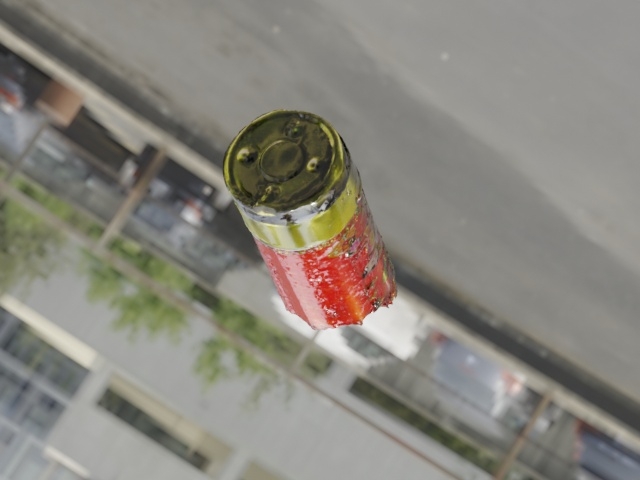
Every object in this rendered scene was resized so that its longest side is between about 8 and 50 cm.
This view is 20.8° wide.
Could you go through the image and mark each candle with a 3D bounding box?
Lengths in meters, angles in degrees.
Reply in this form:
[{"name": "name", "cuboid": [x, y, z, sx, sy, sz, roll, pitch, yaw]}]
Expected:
[{"name": "candle", "cuboid": [0.000, 0.000, 0.719, 0.052, 0.052, 0.131, 28, 161, 27]}]
